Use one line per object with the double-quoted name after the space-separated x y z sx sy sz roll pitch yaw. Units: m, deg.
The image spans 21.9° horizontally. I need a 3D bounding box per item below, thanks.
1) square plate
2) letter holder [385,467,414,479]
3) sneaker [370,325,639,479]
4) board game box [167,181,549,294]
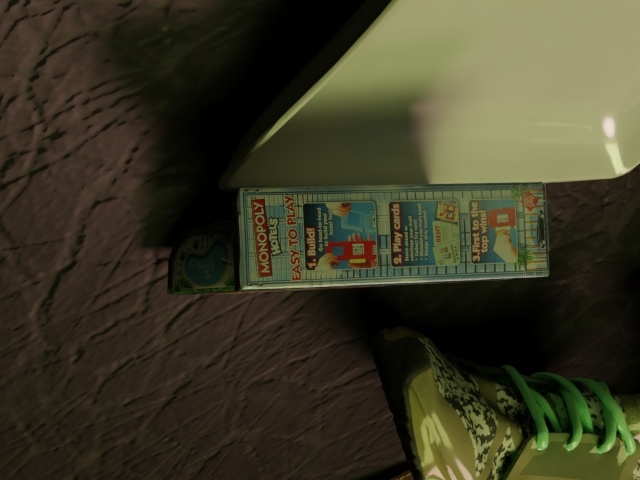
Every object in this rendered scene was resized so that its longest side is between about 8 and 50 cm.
0.154 -0.134 0.951 0.344 0.049 0.347 -3 152 -36 "square plate"
0.149 0.285 1.504 0.302 0.214 0.152 -18 177 -20 "letter holder"
0.183 0.146 1.277 0.182 0.158 0.410 -34 140 15 "sneaker"
0.000 0.000 0.990 0.194 0.060 0.194 0 177 -40 "board game box"
